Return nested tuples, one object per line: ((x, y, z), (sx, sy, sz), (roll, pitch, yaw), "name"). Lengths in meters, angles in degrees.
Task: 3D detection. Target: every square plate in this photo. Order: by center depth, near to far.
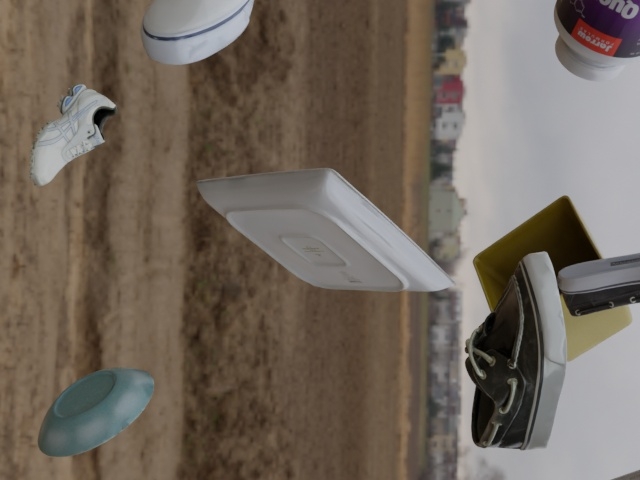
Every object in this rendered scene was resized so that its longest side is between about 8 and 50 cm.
((0.000, 0.000, 1.587), (0.344, 0.347, 0.049), (41, 64, -35), "square plate")

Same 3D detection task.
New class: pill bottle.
((0.486, -0.406, 1.490), (0.323, 0.182, 0.181), (104, -7, -56), "pill bottle")

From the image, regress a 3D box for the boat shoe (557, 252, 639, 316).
((0.424, 0.060, 1.210), (0.080, 0.229, 0.076), (-48, 125, -64), "boat shoe")

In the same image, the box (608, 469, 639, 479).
((0.233, 0.243, 0.780), (0.324, 0.063, 0.067), (-39, -132, 43), "box")

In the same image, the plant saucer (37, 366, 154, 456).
((-0.346, 0.244, 1.415), (0.195, 0.195, 0.037), (-76, 147, -60), "plant saucer")

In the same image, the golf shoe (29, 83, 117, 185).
((-0.375, -0.154, 1.426), (0.069, 0.086, 0.176), (75, 37, -68), "golf shoe")

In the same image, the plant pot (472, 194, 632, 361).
((0.429, 0.090, 1.676), (0.187, 0.212, 0.212), (42, 23, -31), "plant pot")

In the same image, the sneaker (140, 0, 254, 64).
((-0.096, -0.267, 0.873), (0.091, 0.094, 0.258), (81, 27, -48), "sneaker")

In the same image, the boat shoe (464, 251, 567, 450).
((0.155, 0.101, 0.765), (0.077, 0.070, 0.219), (-94, 179, -49), "boat shoe")
